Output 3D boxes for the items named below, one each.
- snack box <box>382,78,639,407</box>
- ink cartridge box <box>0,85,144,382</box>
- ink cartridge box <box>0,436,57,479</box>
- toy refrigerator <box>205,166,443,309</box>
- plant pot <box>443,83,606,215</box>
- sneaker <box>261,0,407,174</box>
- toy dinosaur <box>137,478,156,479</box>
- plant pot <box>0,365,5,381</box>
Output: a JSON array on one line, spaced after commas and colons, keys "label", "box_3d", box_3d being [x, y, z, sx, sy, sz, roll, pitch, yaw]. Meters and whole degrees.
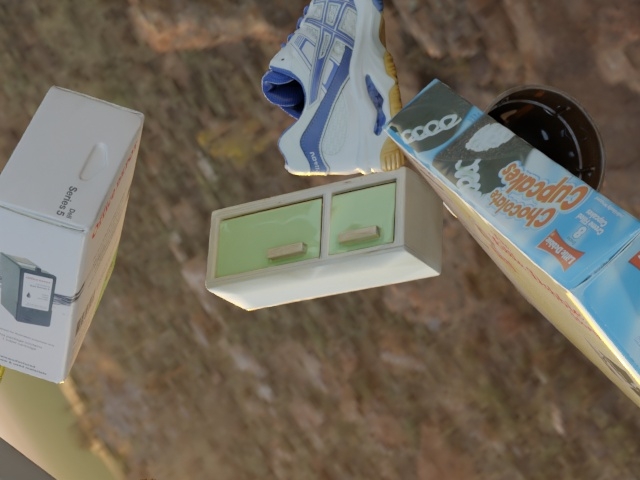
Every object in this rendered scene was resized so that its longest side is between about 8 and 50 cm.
[{"label": "snack box", "box_3d": [0.162, 0.015, 0.896, 0.187, 0.060, 0.322, 48, -178, -26]}, {"label": "ink cartridge box", "box_3d": [-0.295, -0.005, 1.542, 0.115, 0.198, 0.273, 18, 136, -1]}, {"label": "ink cartridge box", "box_3d": [-0.409, 0.379, 1.210, 0.166, 0.395, 0.285, 38, -169, -4]}, {"label": "toy refrigerator", "box_3d": [0.000, 0.000, 1.567, 0.269, 0.102, 0.094, -11, 154, 32]}, {"label": "plant pot", "box_3d": [0.220, -0.086, 1.612, 0.167, 0.167, 0.165, 58, 162, -6]}, {"label": "sneaker", "box_3d": [0.003, -0.190, 1.347, 0.112, 0.131, 0.296, 78, -176, -51]}, {"label": "toy dinosaur", "box_3d": [-0.168, 0.389, 1.379, 0.218, 0.164, 0.322, 37, 148, 33]}, {"label": "plant pot", "box_3d": [-0.495, 0.114, 1.656, 0.228, 0.227, 0.207, 18, 178, 19]}]
